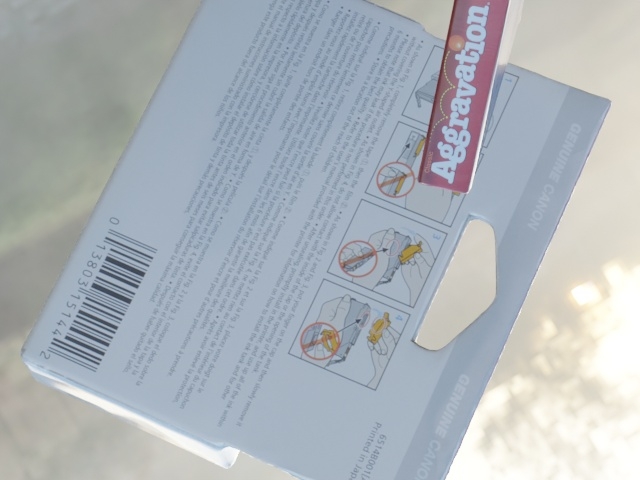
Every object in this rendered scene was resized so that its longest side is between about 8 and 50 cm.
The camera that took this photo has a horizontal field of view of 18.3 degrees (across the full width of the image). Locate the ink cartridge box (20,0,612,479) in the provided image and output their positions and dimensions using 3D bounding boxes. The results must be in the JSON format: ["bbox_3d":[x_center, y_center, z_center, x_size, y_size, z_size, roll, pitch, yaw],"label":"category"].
[{"bbox_3d":[0.000,0.000,1.207,0.066,0.261,0.296,87,28,-72],"label":"ink cartridge box"}]

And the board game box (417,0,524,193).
[{"bbox_3d":[0.089,-0.139,0.969,0.281,0.027,0.145,-65,168,-66],"label":"board game box"}]
